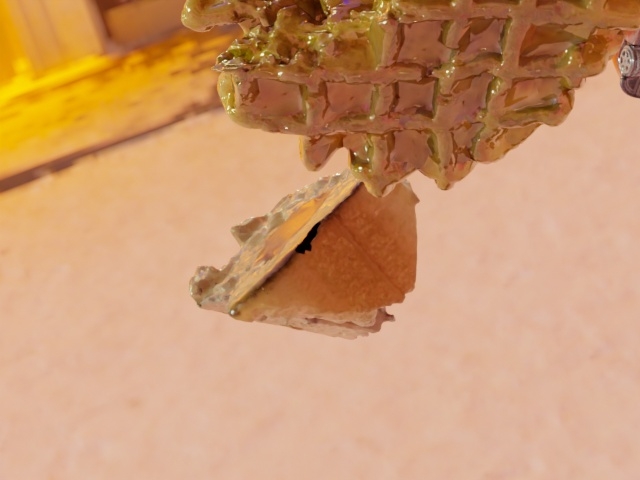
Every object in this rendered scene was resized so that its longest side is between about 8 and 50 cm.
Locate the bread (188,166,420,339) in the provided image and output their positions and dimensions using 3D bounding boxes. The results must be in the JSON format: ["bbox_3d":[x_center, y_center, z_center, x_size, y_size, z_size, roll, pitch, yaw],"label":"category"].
[{"bbox_3d":[-0.009,-0.007,1.783,0.224,0.211,0.183,9,-6,-26],"label":"bread"}]

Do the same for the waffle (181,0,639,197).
[{"bbox_3d":[0.072,-0.181,1.085,0.261,0.324,0.151,17,47,-17],"label":"waffle"}]

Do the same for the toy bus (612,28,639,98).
[{"bbox_3d":[0.286,-0.199,1.342,0.079,0.174,0.077,-4,48,-16],"label":"toy bus"}]
